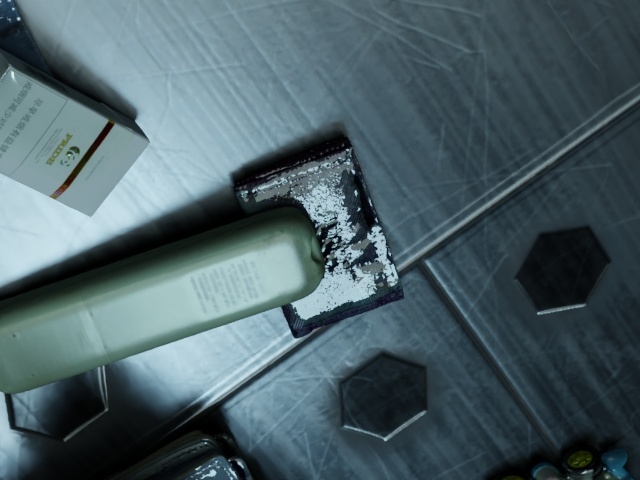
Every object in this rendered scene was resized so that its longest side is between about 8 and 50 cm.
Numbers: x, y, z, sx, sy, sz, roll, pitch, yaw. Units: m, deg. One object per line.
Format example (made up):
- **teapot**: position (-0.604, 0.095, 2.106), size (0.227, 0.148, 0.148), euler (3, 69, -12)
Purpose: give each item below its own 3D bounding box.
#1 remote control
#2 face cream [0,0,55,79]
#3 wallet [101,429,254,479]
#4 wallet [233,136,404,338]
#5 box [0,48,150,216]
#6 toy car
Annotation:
- **remote control**: position (-0.146, 0.055, 1.295), size (0.309, 0.038, 0.090), euler (-19, 119, 1)
- **face cream**: position (-0.395, -0.078, 1.148), size (0.385, 0.086, 0.136), euler (-28, 130, -8)
- **wallet**: position (-0.110, 0.287, 1.419), size (0.170, 0.069, 0.231), euler (-26, 126, 3)
- **wallet**: position (0.000, 0.000, 1.330), size (0.111, 0.030, 0.166), euler (-19, 118, 1)
- **box**: position (-0.216, -0.083, 1.195), size (0.084, 0.040, 0.154), euler (-52, 138, 9)
- **toy car**: position (0.250, 0.284, 1.503), size (0.161, 0.098, 0.126), euler (-22, 121, -3)
